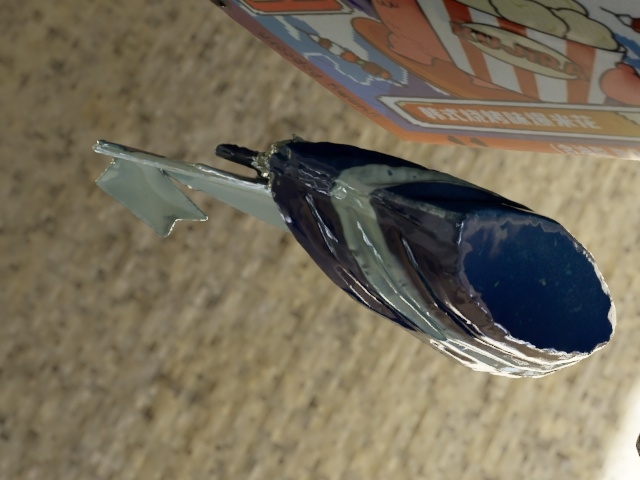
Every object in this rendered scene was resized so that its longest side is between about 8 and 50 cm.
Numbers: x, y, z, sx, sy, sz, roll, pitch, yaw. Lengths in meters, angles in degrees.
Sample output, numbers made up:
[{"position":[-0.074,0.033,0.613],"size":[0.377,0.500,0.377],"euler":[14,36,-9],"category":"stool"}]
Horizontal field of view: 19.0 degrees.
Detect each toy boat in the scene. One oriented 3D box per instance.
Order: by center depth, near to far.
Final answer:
[{"position":[-0.004,-0.008,0.881],"size":[0.291,0.070,0.210],"euler":[21,168,21],"category":"toy boat"}]

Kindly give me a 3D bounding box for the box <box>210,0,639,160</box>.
[{"position":[0.096,-0.214,0.831],"size":[0.318,0.257,0.348],"euler":[38,161,-35],"category":"box"}]

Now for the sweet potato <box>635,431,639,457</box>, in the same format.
[{"position":[0.356,0.266,1.434],"size":[0.346,0.079,0.108],"euler":[47,172,-19],"category":"sweet potato"}]
